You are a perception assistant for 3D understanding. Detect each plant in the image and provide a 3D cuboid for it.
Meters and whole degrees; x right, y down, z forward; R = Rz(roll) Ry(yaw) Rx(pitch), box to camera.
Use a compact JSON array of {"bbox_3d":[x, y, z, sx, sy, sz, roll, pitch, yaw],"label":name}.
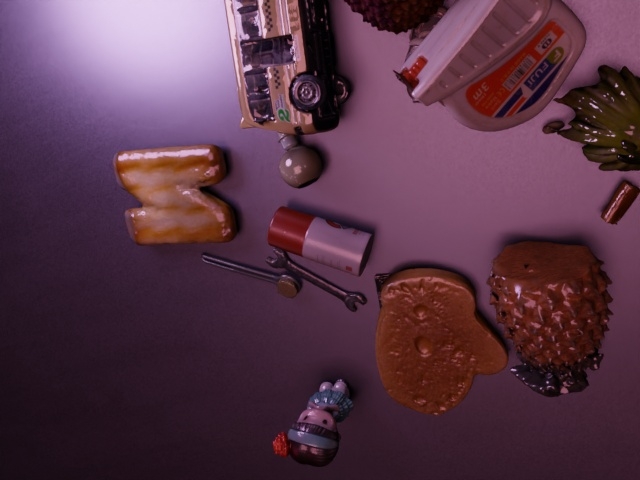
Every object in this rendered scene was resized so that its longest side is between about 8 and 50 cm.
[{"bbox_3d":[0.513,-0.139,0.992,0.251,0.333,0.180,8,128,0],"label":"plant"}]

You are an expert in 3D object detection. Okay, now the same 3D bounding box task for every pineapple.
[{"bbox_3d":[0.452,0.186,1.216,0.222,0.223,0.357,-5,119,22],"label":"pineapple"}]

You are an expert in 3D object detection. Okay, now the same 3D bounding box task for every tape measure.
[{"bbox_3d":[0.292,-0.316,1.060,0.265,0.130,0.258,26,113,-31],"label":"tape measure"}]

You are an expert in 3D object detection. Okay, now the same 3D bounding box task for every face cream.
[{"bbox_3d":[0.000,0.000,1.353,0.214,0.096,0.096,19,115,13],"label":"face cream"}]

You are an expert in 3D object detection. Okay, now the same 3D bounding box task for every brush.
[{"bbox_3d":[-0.172,0.080,1.483,0.266,0.027,0.062,16,136,16],"label":"brush"}]

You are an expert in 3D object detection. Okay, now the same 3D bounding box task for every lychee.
[{"bbox_3d":[0.128,-0.482,1.050,0.271,0.271,0.271,7,112,17],"label":"lychee"}]

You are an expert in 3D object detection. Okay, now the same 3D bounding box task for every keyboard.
[{"bbox_3d":[0.164,0.167,1.403,0.060,0.018,0.196,-7,108,18],"label":"keyboard"}]

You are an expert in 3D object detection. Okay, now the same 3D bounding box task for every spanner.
[{"bbox_3d":[-0.011,0.092,1.438,0.254,0.015,0.054,29,118,8],"label":"spanner"}]

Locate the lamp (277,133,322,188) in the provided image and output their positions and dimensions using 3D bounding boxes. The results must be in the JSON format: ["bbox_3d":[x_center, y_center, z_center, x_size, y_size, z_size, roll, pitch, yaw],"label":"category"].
[{"bbox_3d":[-0.058,-0.193,1.314,0.091,0.091,0.163,-25,85,26],"label":"lamp"}]

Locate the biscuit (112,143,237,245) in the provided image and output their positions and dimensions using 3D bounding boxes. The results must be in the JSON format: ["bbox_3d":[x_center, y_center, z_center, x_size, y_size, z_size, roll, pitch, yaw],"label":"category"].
[{"bbox_3d":[-0.339,-0.104,1.455,0.290,0.062,0.237,-3,108,21],"label":"biscuit"}]

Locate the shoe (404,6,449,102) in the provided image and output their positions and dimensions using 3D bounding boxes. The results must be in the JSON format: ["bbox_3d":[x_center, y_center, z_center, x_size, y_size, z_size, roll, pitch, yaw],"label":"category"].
[{"bbox_3d":[0.194,-0.340,1.152,0.089,0.092,0.180,15,114,15],"label":"shoe"}]

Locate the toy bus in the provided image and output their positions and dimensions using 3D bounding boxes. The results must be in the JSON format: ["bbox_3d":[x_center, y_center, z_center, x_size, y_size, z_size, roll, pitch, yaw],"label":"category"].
[{"bbox_3d":[-0.069,-0.382,1.180,0.201,0.177,0.365,-2,103,22],"label":"toy bus"}]

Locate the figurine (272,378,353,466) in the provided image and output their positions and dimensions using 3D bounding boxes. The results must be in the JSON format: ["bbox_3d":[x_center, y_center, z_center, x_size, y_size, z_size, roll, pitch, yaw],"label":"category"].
[{"bbox_3d":[-0.005,0.417,1.431,0.138,0.245,0.110,-8,108,22],"label":"figurine"}]

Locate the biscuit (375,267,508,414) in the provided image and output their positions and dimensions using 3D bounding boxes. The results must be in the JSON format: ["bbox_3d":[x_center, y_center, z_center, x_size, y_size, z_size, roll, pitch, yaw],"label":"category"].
[{"bbox_3d":[0.262,0.222,1.362,0.287,0.057,0.344,2,110,14],"label":"biscuit"}]

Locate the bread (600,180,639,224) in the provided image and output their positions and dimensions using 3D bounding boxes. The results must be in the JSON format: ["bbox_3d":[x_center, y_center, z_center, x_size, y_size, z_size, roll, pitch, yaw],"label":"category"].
[{"bbox_3d":[0.554,-0.069,1.155,0.036,0.047,0.083,43,121,35],"label":"bread"}]
